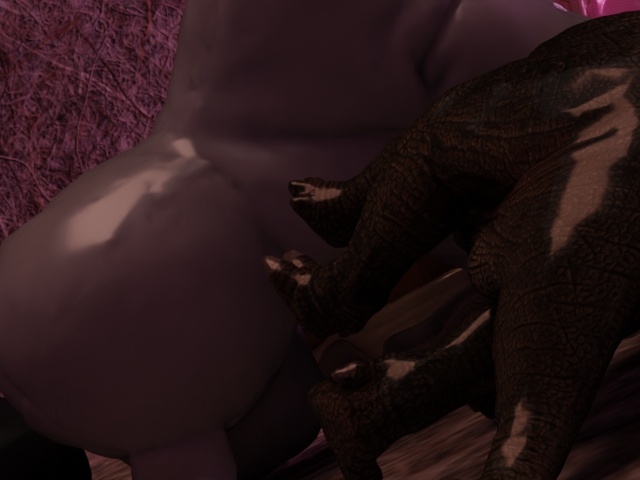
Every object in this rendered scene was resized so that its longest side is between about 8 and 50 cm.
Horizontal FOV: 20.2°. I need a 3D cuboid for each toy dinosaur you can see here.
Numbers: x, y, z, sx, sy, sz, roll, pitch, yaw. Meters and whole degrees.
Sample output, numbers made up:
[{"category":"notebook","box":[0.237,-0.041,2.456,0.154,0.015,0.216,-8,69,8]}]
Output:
[{"category":"toy dinosaur","box":[0.069,-0.014,0.495,0.160,0.121,0.313,-40,-9,19]}]

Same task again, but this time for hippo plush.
[{"category":"hippo plush","box":[0.000,0.000,0.672,0.237,0.234,0.294,-56,-15,-10]}]

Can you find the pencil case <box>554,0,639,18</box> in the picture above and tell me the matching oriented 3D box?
[{"category":"pencil case","box":[0.085,-0.080,1.106,0.160,0.167,0.386,10,-21,-35]}]

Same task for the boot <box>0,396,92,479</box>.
[{"category":"boot","box":[-0.162,0.109,0.684,0.246,0.094,0.207,-34,-2,41]}]

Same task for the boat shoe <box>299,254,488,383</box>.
[{"category":"boat shoe","box":[0.022,0.008,0.975,0.123,0.116,0.324,-26,0,-26]}]
